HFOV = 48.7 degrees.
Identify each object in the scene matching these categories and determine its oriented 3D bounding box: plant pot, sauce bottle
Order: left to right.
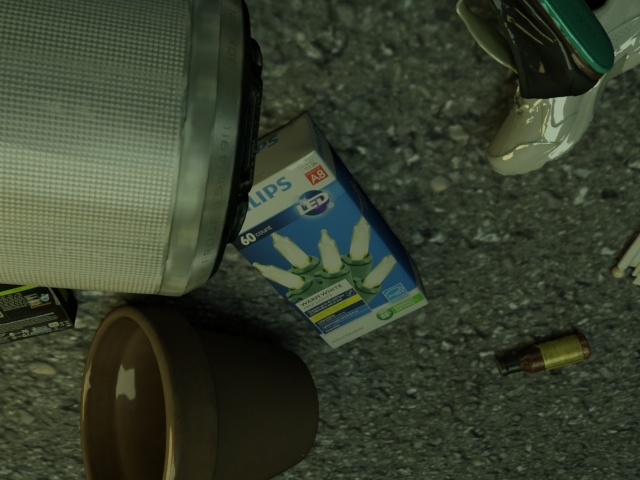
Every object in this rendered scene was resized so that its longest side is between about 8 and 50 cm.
[{"bbox_3d":[-0.134,0.206,0.847,0.229,0.263,0.263,2,133,-38],"label":"plant pot"},{"bbox_3d":[0.317,0.165,1.009,0.128,0.042,0.042,-14,132,1],"label":"sauce bottle"}]

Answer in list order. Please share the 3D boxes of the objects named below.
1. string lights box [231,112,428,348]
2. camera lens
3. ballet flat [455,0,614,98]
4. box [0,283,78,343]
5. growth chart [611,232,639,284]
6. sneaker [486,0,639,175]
[{"bbox_3d":[0.000,0.000,0.779,0.133,0.076,0.259,-28,130,15],"label":"string lights box"},{"bbox_3d":[-0.186,-0.080,0.457,0.274,0.219,0.219,6,129,-15],"label":"camera lens"},{"bbox_3d":[0.136,-0.230,0.580,0.096,0.095,0.280,-17,114,46],"label":"ballet flat"},{"bbox_3d":[-0.388,0.043,0.761,0.191,0.045,0.184,-13,129,1],"label":"box"},{"bbox_3d":[0.504,0.012,0.929,0.237,0.021,0.172,14,126,-22],"label":"growth chart"},{"bbox_3d":[0.224,-0.171,0.682,0.115,0.090,0.232,27,112,-22],"label":"sneaker"}]
